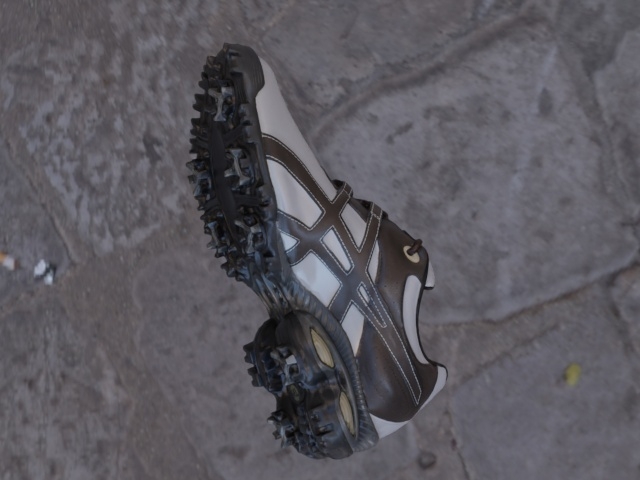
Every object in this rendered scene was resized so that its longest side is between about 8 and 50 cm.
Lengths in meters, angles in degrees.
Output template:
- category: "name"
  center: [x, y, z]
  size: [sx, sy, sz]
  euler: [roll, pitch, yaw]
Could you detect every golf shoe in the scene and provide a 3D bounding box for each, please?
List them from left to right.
- category: "golf shoe"
  center: [0.000, 0.000, 0.501]
  size: [0.094, 0.077, 0.198]
  euler: [-19, 98, -25]
